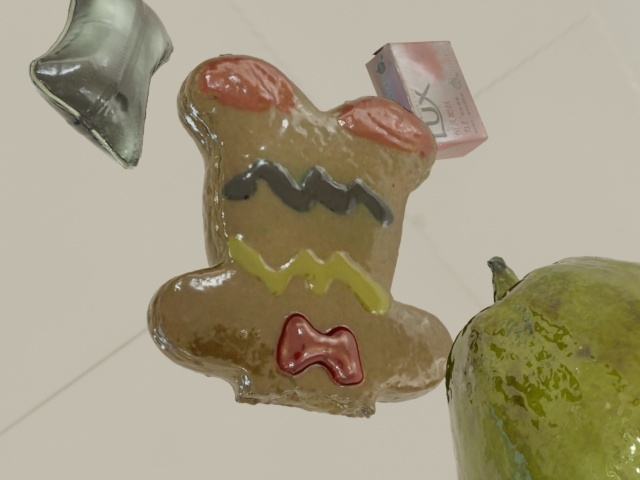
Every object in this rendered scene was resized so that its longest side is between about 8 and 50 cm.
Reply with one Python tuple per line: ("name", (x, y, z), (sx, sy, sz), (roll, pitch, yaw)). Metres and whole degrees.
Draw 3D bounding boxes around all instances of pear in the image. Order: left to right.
("pear", (0.228, 0.160, 1.185), (0.287, 0.287, 0.375), (-23, 69, -30))

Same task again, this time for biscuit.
("biscuit", (0.000, 0.000, 1.837), (0.368, 0.076, 0.394), (15, 67, -23))

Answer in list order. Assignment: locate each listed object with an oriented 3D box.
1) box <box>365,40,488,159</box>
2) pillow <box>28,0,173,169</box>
("box", (0.131, -0.175, 2.036), (0.111, 0.060, 0.156), (-9, 70, -37))
("pillow", (-0.135, -0.115, 1.028), (0.055, 0.091, 0.135), (-6, 42, 13))
